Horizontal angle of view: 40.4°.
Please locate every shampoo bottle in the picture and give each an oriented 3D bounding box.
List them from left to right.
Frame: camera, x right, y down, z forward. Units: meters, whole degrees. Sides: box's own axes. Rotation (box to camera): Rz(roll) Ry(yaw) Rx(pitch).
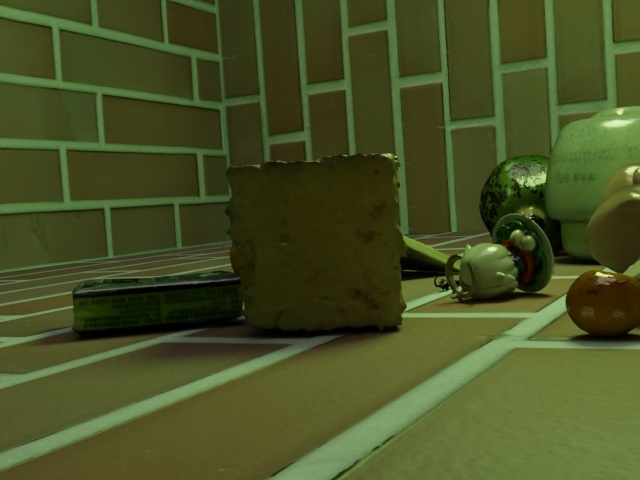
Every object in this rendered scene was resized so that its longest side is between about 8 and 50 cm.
[{"bbox_3d":[0.636,-0.118,1.830,0.323,0.317,0.322,-6,4,0],"label":"shampoo bottle"}]

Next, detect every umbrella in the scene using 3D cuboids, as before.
[{"bbox_3d":[0.223,0.076,1.490,0.022,0.022,0.149,-8,-9,30],"label":"umbrella"}]

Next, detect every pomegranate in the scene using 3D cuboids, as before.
[{"bbox_3d":[0.500,-0.073,2.079,0.255,0.254,0.270,-3,25,14],"label":"pomegranate"}]

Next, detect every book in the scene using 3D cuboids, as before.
[{"bbox_3d":[0.141,0.022,1.825,0.201,0.026,0.289,24,-12,-27],"label":"book"}]

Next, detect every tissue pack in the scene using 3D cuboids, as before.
[{"bbox_3d":[-0.235,0.087,1.265,0.236,0.073,0.173,-4,1,-10],"label":"tissue pack"}]

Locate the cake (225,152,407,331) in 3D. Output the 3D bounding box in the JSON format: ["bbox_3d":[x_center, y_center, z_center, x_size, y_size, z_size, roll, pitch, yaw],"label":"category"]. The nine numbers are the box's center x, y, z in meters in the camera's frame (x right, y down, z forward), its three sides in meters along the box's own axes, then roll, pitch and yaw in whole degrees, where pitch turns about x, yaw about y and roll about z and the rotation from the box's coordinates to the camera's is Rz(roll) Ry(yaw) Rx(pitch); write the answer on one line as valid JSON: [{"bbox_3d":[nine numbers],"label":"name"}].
[{"bbox_3d":[0.000,0.000,1.194,0.228,0.222,0.286,-2,2,3],"label":"cake"}]

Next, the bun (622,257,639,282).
[{"bbox_3d":[0.420,0.049,1.017,0.138,0.094,0.138,-36,-5,-4],"label":"bun"}]

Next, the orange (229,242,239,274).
[{"bbox_3d":[-0.111,0.027,1.815,0.157,0.134,0.156,1,16,0],"label":"orange"}]

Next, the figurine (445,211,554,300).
[{"bbox_3d":[0.259,0.036,1.316,0.154,0.132,0.132,-19,10,-30],"label":"figurine"}]

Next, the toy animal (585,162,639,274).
[{"bbox_3d":[0.539,-0.018,1.394,0.210,0.229,0.221,26,58,22],"label":"toy animal"}]

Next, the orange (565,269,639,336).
[{"bbox_3d":[0.304,0.068,0.928,0.083,0.070,0.083,8,-1,0],"label":"orange"}]
